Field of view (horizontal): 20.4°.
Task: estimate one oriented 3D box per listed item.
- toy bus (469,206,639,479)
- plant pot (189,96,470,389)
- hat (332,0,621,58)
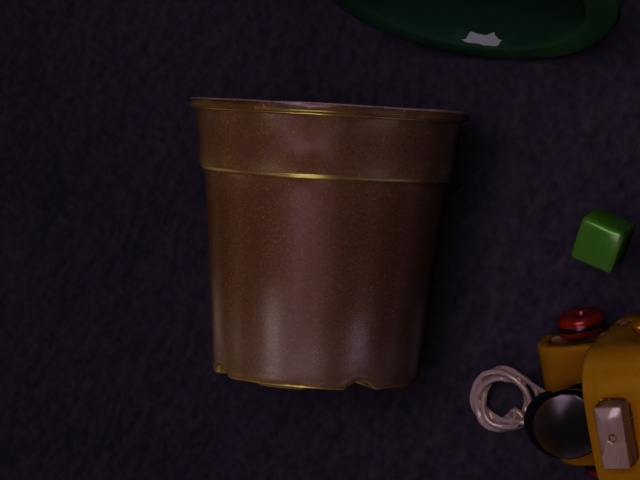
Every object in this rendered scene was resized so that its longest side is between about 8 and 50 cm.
[{"bbox_3d":[0.183,0.093,0.985,0.191,0.104,0.202,38,117,13],"label":"toy bus"},{"bbox_3d":[0.000,0.000,1.060,0.167,0.167,0.165,5,94,19],"label":"plant pot"},{"bbox_3d":[0.109,-0.221,1.055,0.173,0.208,0.183,-9,66,52],"label":"hat"}]
